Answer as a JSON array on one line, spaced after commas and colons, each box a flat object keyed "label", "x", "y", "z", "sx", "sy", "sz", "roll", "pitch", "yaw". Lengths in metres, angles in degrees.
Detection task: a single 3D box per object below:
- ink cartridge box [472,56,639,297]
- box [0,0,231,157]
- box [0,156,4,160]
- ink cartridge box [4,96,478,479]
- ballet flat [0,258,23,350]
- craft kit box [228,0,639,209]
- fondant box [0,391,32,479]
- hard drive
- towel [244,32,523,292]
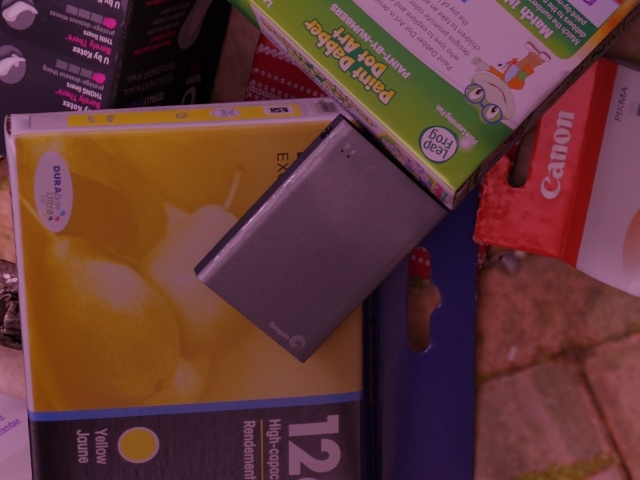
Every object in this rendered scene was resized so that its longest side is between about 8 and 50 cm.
[{"label": "ink cartridge box", "x": 0.194, "y": -0.042, "z": 1.242, "sx": 0.179, "sy": 0.045, "sz": 0.145, "roll": 12, "pitch": 108, "yaw": 9}, {"label": "box", "x": -0.147, "y": -0.192, "z": 1.302, "sx": 0.143, "sy": 0.165, "sz": 0.270, "roll": 20, "pitch": 111, "yaw": 17}, {"label": "box", "x": -0.305, "y": -0.140, "z": 1.469, "sx": 0.164, "sy": 0.021, "sz": 0.201, "roll": -26, "pitch": 91, "yaw": 27}, {"label": "ink cartridge box", "x": -0.042, "y": 0.057, "z": 1.274, "sx": 0.307, "sy": 0.072, "sz": 0.303, "roll": -3, "pitch": 111, "yaw": -5}, {"label": "ballet flat", "x": -0.304, "y": 0.035, "z": 1.491, "sx": 0.250, "sy": 0.058, "sz": 0.084, "roll": 16, "pitch": 108, "yaw": 20}, {"label": "craft kit box", "x": 0.077, "y": -0.191, "z": 1.197, "sx": 0.250, "sy": 0.061, "sz": 0.246, "roll": 44, "pitch": 81, "yaw": 9}, {"label": "fondant box", "x": -0.195, "y": 0.227, "z": 1.389, "sx": 0.330, "sy": 0.238, "sz": 0.096, "roll": 17, "pitch": 112, "yaw": 20}, {"label": "hard drive", "x": 0.000, "y": 0.000, "z": 1.211, "sx": 0.094, "sy": 0.022, "sz": 0.135, "roll": 40, "pitch": 98, "yaw": -23}, {"label": "towel", "x": 0.051, "y": -0.120, "z": 1.308, "sx": 0.199, "sy": 0.031, "sz": 0.275, "roll": 21, "pitch": 113, "yaw": 16}]
